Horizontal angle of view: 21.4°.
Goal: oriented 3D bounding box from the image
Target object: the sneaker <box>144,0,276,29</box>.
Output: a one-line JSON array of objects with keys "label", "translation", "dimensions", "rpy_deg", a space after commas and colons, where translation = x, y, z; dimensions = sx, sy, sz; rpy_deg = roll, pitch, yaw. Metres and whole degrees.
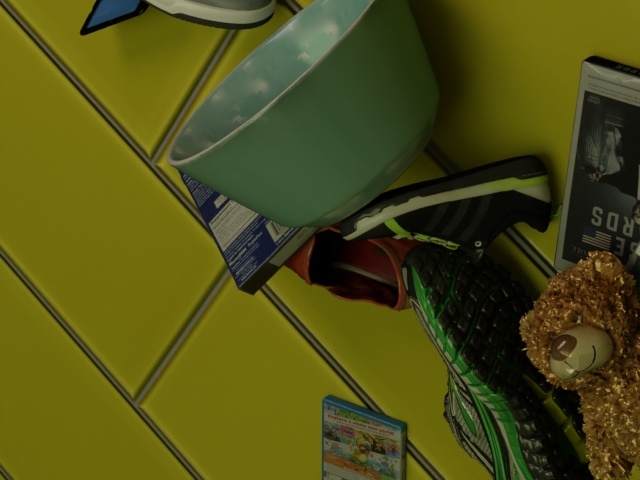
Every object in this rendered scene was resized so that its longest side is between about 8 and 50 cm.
[{"label": "sneaker", "translation": [-0.168, -0.369, 1.891], "dimensions": [0.295, 0.124, 0.178], "rpy_deg": [28, 133, 12]}]

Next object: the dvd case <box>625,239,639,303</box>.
[{"label": "dvd case", "translation": [0.359, 0.055, 1.707], "dimensions": [0.119, 0.013, 0.087], "rpy_deg": [36, 130, 19]}]

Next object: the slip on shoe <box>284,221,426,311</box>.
[{"label": "slip on shoe", "translation": [0.000, 0.000, 1.951], "dimensions": [0.331, 0.101, 0.123], "rpy_deg": [20, 123, 32]}]

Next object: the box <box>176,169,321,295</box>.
[{"label": "box", "translation": [-0.084, -0.063, 1.962], "dimensions": [0.136, 0.036, 0.225], "rpy_deg": [-45, 52, 19]}]

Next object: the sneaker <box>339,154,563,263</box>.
[{"label": "sneaker", "translation": [0.140, -0.018, 1.768], "dimensions": [0.234, 0.084, 0.097], "rpy_deg": [-15, 96, -1]}]

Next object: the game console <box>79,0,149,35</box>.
[{"label": "game console", "translation": [-0.247, -0.316, 2.024], "dimensions": [0.122, 0.071, 0.107], "rpy_deg": [-12, 102, 41]}]

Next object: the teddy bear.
[{"label": "teddy bear", "translation": [0.340, 0.174, 1.716], "dimensions": [0.338, 0.113, 0.245], "rpy_deg": [56, 147, -11]}]

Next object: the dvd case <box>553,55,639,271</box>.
[{"label": "dvd case", "translation": [0.332, -0.051, 1.709], "dimensions": [0.179, 0.029, 0.239], "rpy_deg": [21, 121, 31]}]

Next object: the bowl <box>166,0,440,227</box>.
[{"label": "bowl", "translation": [0.004, -0.130, 1.786], "dimensions": [0.311, 0.311, 0.163], "rpy_deg": [-26, 112, 43]}]

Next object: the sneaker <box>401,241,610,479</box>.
[{"label": "sneaker", "translation": [0.174, 0.158, 1.845], "dimensions": [0.146, 0.134, 0.343], "rpy_deg": [-16, 107, 45]}]

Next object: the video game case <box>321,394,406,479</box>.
[{"label": "video game case", "translation": [0.053, 0.283, 2.095], "dimensions": [0.119, 0.015, 0.166], "rpy_deg": [18, 120, 33]}]
